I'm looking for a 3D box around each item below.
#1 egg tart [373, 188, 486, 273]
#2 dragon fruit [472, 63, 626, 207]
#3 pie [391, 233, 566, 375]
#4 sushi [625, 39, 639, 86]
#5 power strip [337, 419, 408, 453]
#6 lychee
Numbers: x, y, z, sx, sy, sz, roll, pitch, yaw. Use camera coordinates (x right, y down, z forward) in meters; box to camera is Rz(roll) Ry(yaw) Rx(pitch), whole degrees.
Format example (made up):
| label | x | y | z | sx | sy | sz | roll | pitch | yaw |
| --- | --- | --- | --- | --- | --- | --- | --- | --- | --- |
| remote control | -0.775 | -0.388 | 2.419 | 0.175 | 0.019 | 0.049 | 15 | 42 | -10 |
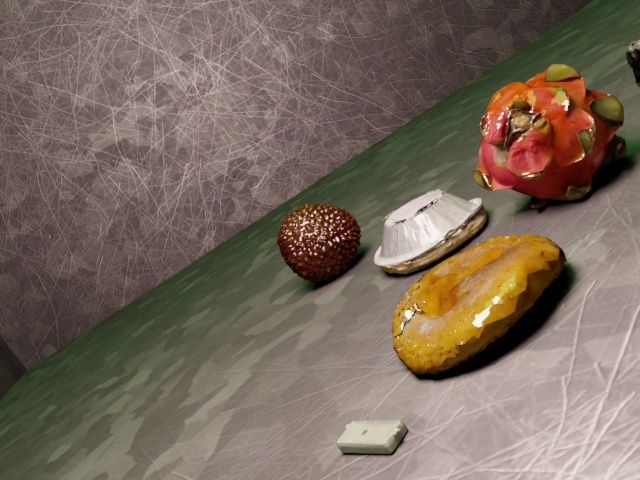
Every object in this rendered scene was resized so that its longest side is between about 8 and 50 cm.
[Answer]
| label | x | y | z | sx | sy | sz | roll | pitch | yaw |
| --- | --- | --- | --- | --- | --- | --- | --- | --- | --- |
| egg tart | 0.192 | -0.027 | 1.172 | 0.234 | 0.094 | 0.234 | -32 | 10 | 6 |
| dragon fruit | 0.363 | -0.165 | 1.013 | 0.224 | 0.224 | 0.227 | -21 | 12 | 45 |
| pie | 0.197 | 0.072 | 0.826 | 0.274 | 0.069 | 0.273 | -33 | 8 | 5 |
| sushi | 0.673 | -0.342 | 1.138 | 0.147 | 0.115 | 0.212 | -40 | 15 | -15 |
| power strip | 0.057 | 0.221 | 0.708 | 0.090 | 0.016 | 0.040 | -19 | 17 | 46 |
| lychee | 0.000 | 0.000 | 1.373 | 0.188 | 0.188 | 0.188 | -31 | 12 | 7 |
